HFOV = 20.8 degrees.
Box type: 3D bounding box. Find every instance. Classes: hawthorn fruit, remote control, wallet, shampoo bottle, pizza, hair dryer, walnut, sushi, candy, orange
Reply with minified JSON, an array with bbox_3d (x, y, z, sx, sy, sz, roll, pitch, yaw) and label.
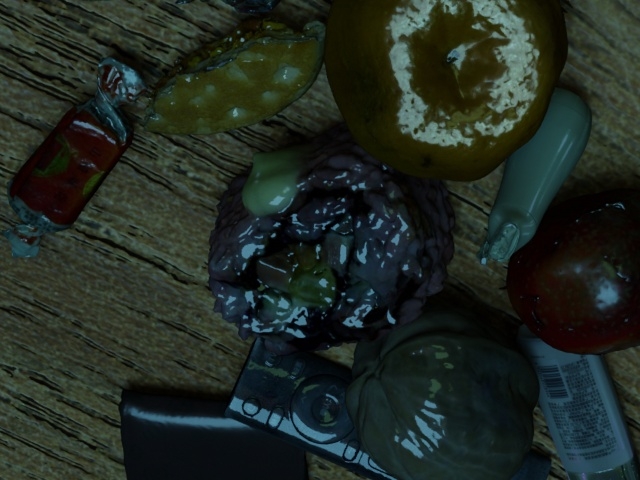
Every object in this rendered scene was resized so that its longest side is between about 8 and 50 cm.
[{"bbox_3d":[0.276,0.043,1.834,0.181,0.181,0.235,47,143,-17],"label":"hawthorn fruit"},{"bbox_3d":[0.079,0.229,2.024,0.377,0.044,0.107,24,80,-4],"label":"remote control"},{"bbox_3d":[-0.126,0.263,2.102,0.229,0.049,0.182,3,120,7],"label":"wallet"},{"bbox_3d":[0.295,0.188,1.969,0.086,0.056,0.227,-13,117,22],"label":"shampoo bottle"},{"bbox_3d":[-0.087,-0.172,1.825,0.127,0.058,0.246,26,138,-32],"label":"pizza"},{"bbox_3d":[0.195,-0.025,1.814,0.075,0.206,0.237,26,146,2],"label":"hair dryer"},{"bbox_3d":[0.138,0.175,1.902,0.224,0.224,0.224,5,121,8],"label":"walnut"},{"bbox_3d":[0.000,0.000,1.851,0.270,0.171,0.236,-20,115,26],"label":"sushi"},{"bbox_3d":[-0.276,-0.085,1.918,0.086,0.059,0.292,34,121,-13],"label":"candy"},{"bbox_3d":[0.117,-0.187,1.714,0.249,0.183,0.249,0,103,2],"label":"orange"}]

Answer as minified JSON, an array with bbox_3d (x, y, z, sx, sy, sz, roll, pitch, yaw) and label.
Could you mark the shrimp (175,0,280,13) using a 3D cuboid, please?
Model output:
[{"bbox_3d":[-0.142,-0.273,1.754,0.233,0.090,0.079,2,119,-16],"label":"shrimp"}]
